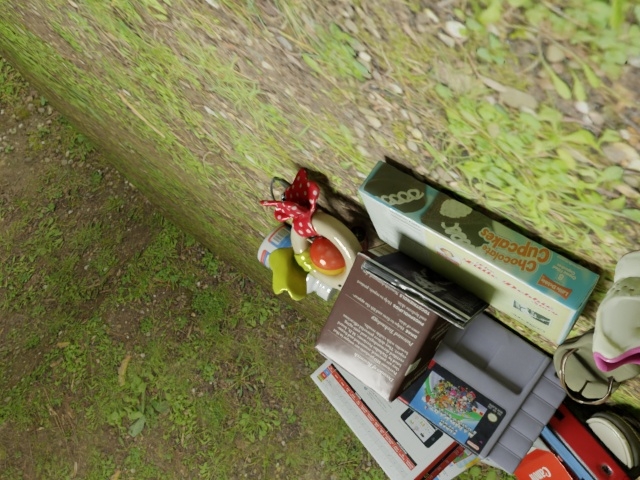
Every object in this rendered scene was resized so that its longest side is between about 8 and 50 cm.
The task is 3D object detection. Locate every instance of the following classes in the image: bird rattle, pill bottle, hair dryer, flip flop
[{"bbox_3d":[0.000,0.000,1.173,0.207,0.143,0.253,29,133,22],"label":"bird rattle"},{"bbox_3d":[-0.046,0.063,1.646,0.222,0.124,0.124,35,168,15],"label":"pill bottle"},{"bbox_3d":[0.004,-0.019,1.292,0.294,0.080,0.223,18,156,53],"label":"hair dryer"},{"bbox_3d":[0.418,0.210,0.963,0.112,0.080,0.277,33,168,17],"label":"flip flop"}]

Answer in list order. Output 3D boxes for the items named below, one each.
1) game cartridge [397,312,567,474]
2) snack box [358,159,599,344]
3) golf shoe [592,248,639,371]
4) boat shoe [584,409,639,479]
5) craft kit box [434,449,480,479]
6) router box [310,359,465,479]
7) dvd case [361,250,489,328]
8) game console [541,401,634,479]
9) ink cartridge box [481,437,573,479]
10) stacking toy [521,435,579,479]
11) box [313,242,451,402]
[{"bbox_3d":[0.266,0.246,1.177,0.355,0.230,0.068,34,174,13],"label":"game cartridge"},{"bbox_3d":[0.212,0.019,0.871,0.322,0.060,0.187,32,170,24],"label":"snack box"},{"bbox_3d":[0.398,0.125,0.556,0.306,0.140,0.115,28,164,31],"label":"golf shoe"},{"bbox_3d":[0.585,0.388,1.197,0.112,0.096,0.335,50,175,40],"label":"boat shoe"},{"bbox_3d":[0.290,0.377,1.395,0.249,0.247,0.061,57,-175,17],"label":"craft kit box"},{"bbox_3d":[0.190,0.317,1.339,0.335,0.301,0.082,46,175,41],"label":"router box"},{"bbox_3d":[0.172,0.065,0.944,0.165,0.018,0.221,31,-164,20],"label":"dvd case"},{"bbox_3d":[0.498,0.411,1.300,0.386,0.060,0.342,52,176,30],"label":"game console"},{"bbox_3d":[0.496,0.570,1.677,0.385,0.091,0.308,54,161,24],"label":"ink cartridge box"},{"bbox_3d":[0.613,0.511,1.632,0.279,0.130,0.309,64,163,-3],"label":"stacking toy"},{"bbox_3d":[0.128,0.130,1.076,0.167,0.203,0.168,32,-157,22],"label":"box"}]
